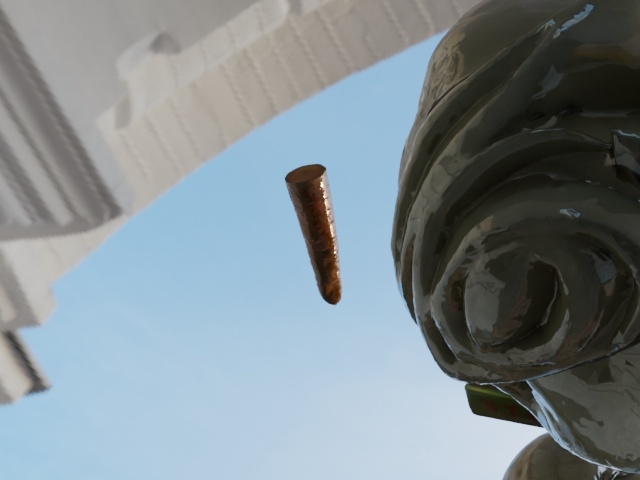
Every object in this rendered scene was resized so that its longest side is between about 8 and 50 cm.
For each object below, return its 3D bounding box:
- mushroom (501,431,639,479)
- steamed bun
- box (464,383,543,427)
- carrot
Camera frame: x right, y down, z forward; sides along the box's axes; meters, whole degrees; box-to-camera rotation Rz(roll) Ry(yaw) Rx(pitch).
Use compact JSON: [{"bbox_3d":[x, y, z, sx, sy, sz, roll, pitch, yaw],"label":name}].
[{"bbox_3d":[0.374,0.350,1.535,0.297,0.297,0.290,42,-61,-12],"label":"mushroom"},{"bbox_3d":[0.198,-0.010,0.851,0.342,0.255,0.367,-41,-95,32],"label":"steamed bun"},{"bbox_3d":[0.291,0.079,1.279,0.173,0.311,0.043,8,-52,33],"label":"box"},{"bbox_3d":[0.000,0.000,1.751,0.061,0.061,0.209,-1,-65,26],"label":"carrot"}]
